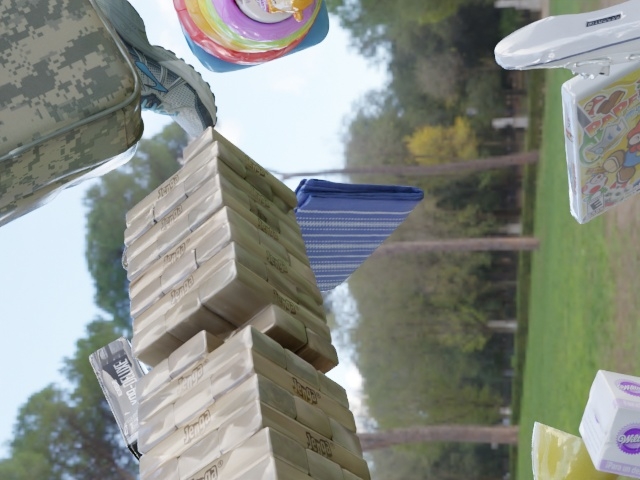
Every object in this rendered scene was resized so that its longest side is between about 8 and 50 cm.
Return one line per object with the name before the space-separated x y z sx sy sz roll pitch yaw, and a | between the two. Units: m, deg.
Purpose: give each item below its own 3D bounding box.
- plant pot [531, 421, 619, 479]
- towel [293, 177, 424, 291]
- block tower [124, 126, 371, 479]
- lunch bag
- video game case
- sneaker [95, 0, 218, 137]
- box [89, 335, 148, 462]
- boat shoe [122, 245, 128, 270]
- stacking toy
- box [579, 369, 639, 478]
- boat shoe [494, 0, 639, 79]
plant pot | 0.351 0.322 1.265 0.134 0.134 0.095 43 -114 -75
towel | 0.000 0.000 1.552 0.336 0.243 0.040 -48 50 47
block tower | -0.048 0.078 0.529 0.091 0.097 0.336 39 -156 -37
lunch bag | -0.359 -0.121 1.000 0.213 0.305 0.256 56 161 14
video game case | 0.341 -0.130 0.877 0.026 0.226 0.206 60 178 36
sneaker | -0.264 -0.220 1.265 0.283 0.110 0.122 42 -120 -37
box | -0.274 0.346 1.572 0.242 0.076 0.308 47 164 48
boat shoe | -0.195 -0.019 1.221 0.060 0.178 0.064 37 -171 -42
stacking toy | -0.054 -0.245 0.872 0.302 0.165 0.175 -130 23 -69
box | 0.385 0.178 0.751 0.067 0.323 0.063 -80 2 -71
boat shoe | 0.143 -0.101 0.479 0.035 0.100 0.035 60 -145 -32
